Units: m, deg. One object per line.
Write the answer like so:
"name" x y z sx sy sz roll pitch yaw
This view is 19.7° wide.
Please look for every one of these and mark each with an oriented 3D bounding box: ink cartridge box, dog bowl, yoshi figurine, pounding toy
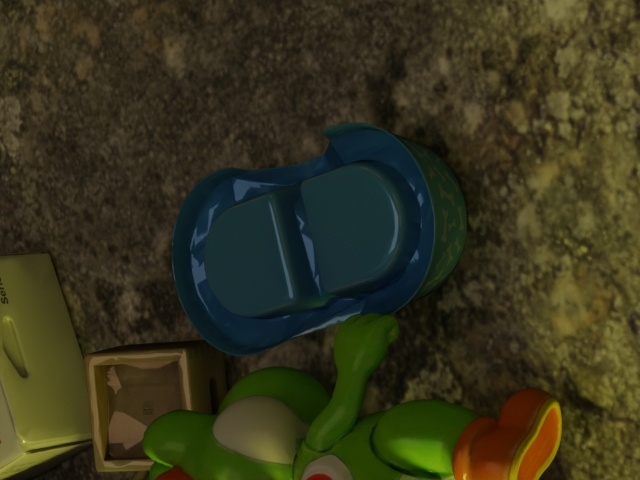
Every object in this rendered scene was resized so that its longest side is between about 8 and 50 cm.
"ink cartridge box" -0.371 0.162 1.876 0.289 0.121 0.211 -30 74 37
"dog bowl" 0.000 0.000 1.590 0.297 0.074 0.166 -18 82 38
"yoshi figurine" 0.033 0.172 1.525 0.362 0.203 0.204 4 74 27
"pounding toy" -0.151 0.167 1.725 0.130 0.100 0.141 -5 93 25
